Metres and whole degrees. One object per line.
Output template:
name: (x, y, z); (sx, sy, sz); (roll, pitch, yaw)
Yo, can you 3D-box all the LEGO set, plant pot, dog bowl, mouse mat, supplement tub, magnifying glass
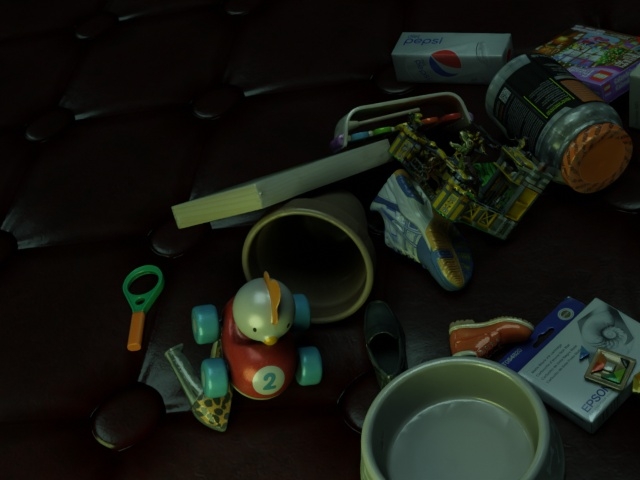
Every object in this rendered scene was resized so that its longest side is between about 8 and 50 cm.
LEGO set: (0.308, -0.168, 1.907); (0.192, 0.255, 0.331); (-56, 28, 19)
plant pot: (0.000, 0.000, 1.893); (0.263, 0.263, 0.229); (-1, 29, 18)
dog bowl: (0.225, 0.340, 1.552); (0.348, 0.102, 0.349); (-9, 44, 9)
mouse mat: (0.349, -0.107, 2.033); (0.152, 0.007, 0.190); (-1, 45, 18)
supplement tub: (0.502, -0.247, 1.987); (0.193, 0.193, 0.316); (-24, 43, -6)
magnifying glass: (-0.386, 0.142, 2.021); (0.092, 0.026, 0.231); (-10, 42, 8)

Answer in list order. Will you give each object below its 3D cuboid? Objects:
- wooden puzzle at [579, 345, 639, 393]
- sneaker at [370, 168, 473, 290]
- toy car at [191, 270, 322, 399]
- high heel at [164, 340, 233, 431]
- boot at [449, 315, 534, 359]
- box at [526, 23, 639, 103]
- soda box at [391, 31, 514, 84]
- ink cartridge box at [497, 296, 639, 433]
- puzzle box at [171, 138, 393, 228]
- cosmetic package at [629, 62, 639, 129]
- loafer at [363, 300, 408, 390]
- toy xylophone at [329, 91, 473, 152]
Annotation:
wooden puzzle: (0.489, 0.215, 1.584); (0.116, 0.014, 0.078); (13, 52, 24)
sneaker: (0.204, -0.001, 1.921); (0.131, 0.112, 0.296); (-47, 51, 31)
toy car: (-0.102, 0.157, 1.686); (0.219, 0.238, 0.210); (-5, 64, -16)
high heel: (-0.149, 0.249, 1.816); (0.261, 0.093, 0.186); (-23, 69, -28)
boot: (0.312, 0.188, 1.714); (0.158, 0.059, 0.085); (-10, 46, 22)
box: (0.623, -0.412, 2.170); (0.201, 0.057, 0.293); (-33, 32, -15)
soda box: (0.328, -0.451, 2.328); (0.286, 0.091, 0.098); (7, 49, 25)
ink cartridge box: (0.456, 0.200, 1.655); (0.223, 0.045, 0.224); (-39, 47, -21)
puzzle box: (-0.071, -0.120, 1.958); (0.272, 0.052, 0.409); (-12, 8, 46)
cosmetic package: (0.808, -0.288, 1.956); (0.296, 0.153, 0.129); (23, 55, 37)
loafer: (0.122, 0.190, 1.755); (0.076, 0.078, 0.223); (-14, 43, 4)
toy xylophone: (0.174, -0.265, 2.128); (0.322, 0.081, 0.236); (-11, 0, -3)
